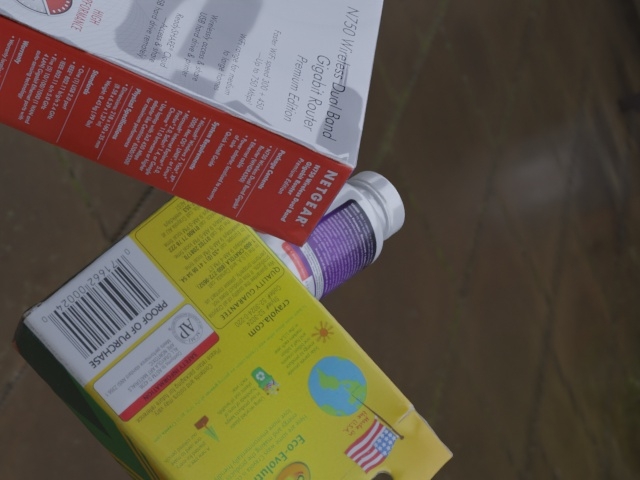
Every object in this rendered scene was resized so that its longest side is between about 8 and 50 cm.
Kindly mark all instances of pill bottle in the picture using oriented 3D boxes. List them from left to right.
[{"bbox_3d":[0.000,0.000,1.653,0.193,0.108,0.108,-34,107,-34],"label":"pill bottle"}]

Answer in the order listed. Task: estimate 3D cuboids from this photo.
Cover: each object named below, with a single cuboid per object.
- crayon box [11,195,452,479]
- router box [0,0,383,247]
[{"bbox_3d":[-0.071,0.130,1.238,0.202,0.081,0.318,-41,87,-26],"label":"crayon box"},{"bbox_3d":[-0.108,-0.188,1.004,0.301,0.082,0.335,22,43,-12],"label":"router box"}]
